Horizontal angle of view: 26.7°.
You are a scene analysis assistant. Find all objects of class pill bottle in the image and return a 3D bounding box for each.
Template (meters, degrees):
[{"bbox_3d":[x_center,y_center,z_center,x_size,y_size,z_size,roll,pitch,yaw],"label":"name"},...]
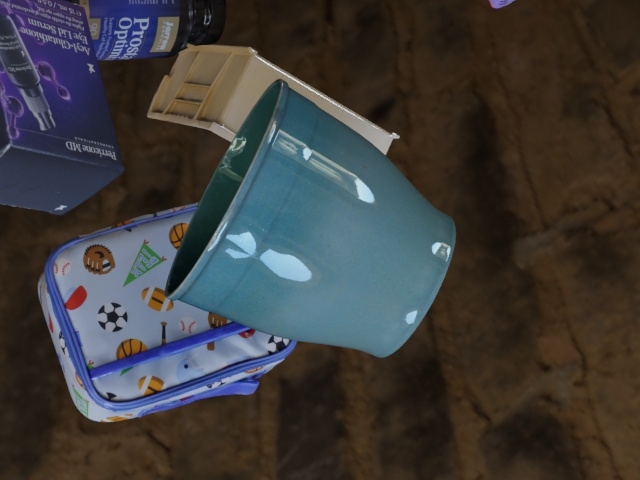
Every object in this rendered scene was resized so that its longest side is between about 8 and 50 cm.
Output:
[{"bbox_3d":[-0.232,-0.283,1.650,0.123,0.219,0.123,18,-68,56],"label":"pill bottle"}]

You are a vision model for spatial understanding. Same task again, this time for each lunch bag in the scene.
[{"bbox_3d":[-0.179,0.089,1.664,0.303,0.243,0.115,-16,164,-25],"label":"lunch bag"}]

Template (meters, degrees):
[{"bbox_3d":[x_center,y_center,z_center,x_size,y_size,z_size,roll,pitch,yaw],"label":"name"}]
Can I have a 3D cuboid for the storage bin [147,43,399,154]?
[{"bbox_3d":[-0.072,-0.159,1.881,0.260,0.262,0.123,18,-98,62],"label":"storage bin"}]

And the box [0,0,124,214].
[{"bbox_3d":[-0.306,-0.145,1.367,0.108,0.153,0.207,-30,-113,31],"label":"box"}]

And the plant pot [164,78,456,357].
[{"bbox_3d":[0.000,0.000,1.511,0.271,0.255,0.271,-58,-168,20],"label":"plant pot"}]

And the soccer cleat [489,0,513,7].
[{"bbox_3d":[0.126,-0.400,1.594,0.108,0.318,0.116,-45,173,-20],"label":"soccer cleat"}]
